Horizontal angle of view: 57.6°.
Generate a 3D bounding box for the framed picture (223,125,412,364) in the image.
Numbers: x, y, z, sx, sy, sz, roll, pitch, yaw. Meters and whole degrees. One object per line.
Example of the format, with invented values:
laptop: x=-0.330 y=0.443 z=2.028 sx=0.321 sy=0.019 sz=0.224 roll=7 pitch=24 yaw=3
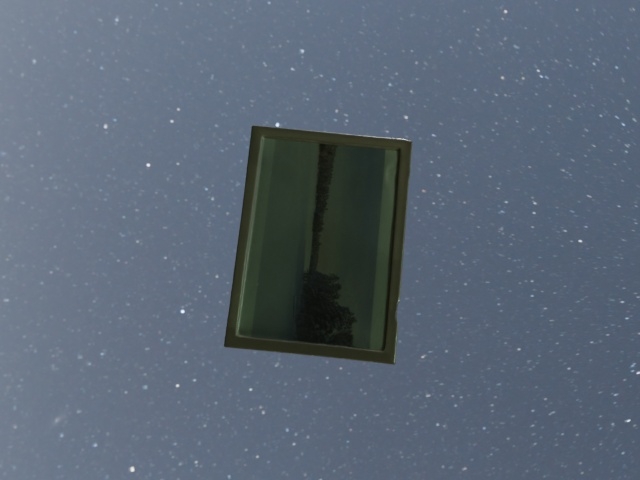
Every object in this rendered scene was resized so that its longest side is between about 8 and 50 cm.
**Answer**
framed picture: x=0.000 y=0.000 z=0.735 sx=0.213 sy=0.016 sz=0.289 roll=6 pitch=-102 yaw=2
